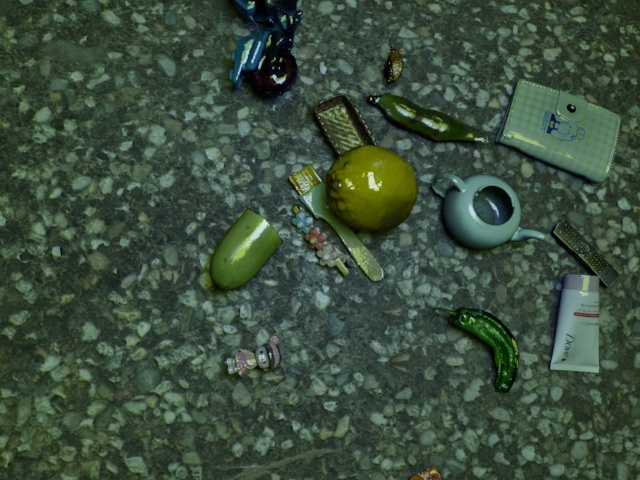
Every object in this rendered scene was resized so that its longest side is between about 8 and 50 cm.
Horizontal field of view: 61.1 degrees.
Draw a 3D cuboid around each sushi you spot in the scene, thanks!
[{"bbox_3d":[0.190,-0.457,1.429,0.047,0.050,0.099,4,71,-15],"label":"sushi"}]

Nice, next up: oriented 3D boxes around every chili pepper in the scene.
[{"bbox_3d":[0.387,0.234,1.311,0.279,0.065,0.122,47,71,-2],"label":"chili pepper"}]

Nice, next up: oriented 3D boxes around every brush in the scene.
[{"bbox_3d":[0.045,-0.036,1.330,0.085,0.020,0.336,-35,87,-16],"label":"brush"}]

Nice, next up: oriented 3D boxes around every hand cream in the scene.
[{"bbox_3d":[0.645,0.207,1.363,0.133,0.083,0.247,4,87,-7],"label":"hand cream"}]

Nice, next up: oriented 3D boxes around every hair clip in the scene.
[{"bbox_3d":[-0.003,0.004,1.296,0.214,0.062,0.056,46,44,-3],"label":"hair clip"}]

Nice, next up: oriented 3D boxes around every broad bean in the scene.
[{"bbox_3d":[0.269,-0.310,1.406,0.339,0.061,0.077,21,64,-6],"label":"broad bean"}]

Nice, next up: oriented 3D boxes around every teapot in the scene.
[{"bbox_3d":[0.404,-0.075,1.346,0.294,0.129,0.193,34,74,-2],"label":"teapot"}]

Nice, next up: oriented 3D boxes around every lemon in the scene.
[{"bbox_3d":[0.118,-0.118,1.256,0.260,0.204,0.204,0,75,-47],"label":"lemon"}]

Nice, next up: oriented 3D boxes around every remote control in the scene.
[{"bbox_3d":[0.696,0.034,1.429,0.059,0.028,0.212,-43,88,-12],"label":"remote control"}]

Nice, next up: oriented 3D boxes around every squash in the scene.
[{"bbox_3d":[-0.181,0.032,1.230,0.123,0.123,0.186,38,78,-1],"label":"squash"}]

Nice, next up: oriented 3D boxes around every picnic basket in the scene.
[{"bbox_3d":[0.061,-0.271,1.364,0.110,0.055,0.193,-26,84,-13],"label":"picnic basket"}]

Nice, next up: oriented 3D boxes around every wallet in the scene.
[{"bbox_3d":[0.650,-0.301,1.473,0.310,0.077,0.223,23,79,-4],"label":"wallet"}]

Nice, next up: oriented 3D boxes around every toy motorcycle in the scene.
[{"bbox_3d":[-0.157,-0.564,1.345,0.232,0.172,0.415,5,86,-3],"label":"toy motorcycle"}]

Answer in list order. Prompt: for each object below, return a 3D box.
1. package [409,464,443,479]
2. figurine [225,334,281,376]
[{"bbox_3d":[0.251,0.577,1.230,0.077,0.033,0.110,-16,77,-3],"label":"package"},{"bbox_3d":[-0.149,0.263,1.219,0.129,0.054,0.072,-14,66,-6],"label":"figurine"}]
